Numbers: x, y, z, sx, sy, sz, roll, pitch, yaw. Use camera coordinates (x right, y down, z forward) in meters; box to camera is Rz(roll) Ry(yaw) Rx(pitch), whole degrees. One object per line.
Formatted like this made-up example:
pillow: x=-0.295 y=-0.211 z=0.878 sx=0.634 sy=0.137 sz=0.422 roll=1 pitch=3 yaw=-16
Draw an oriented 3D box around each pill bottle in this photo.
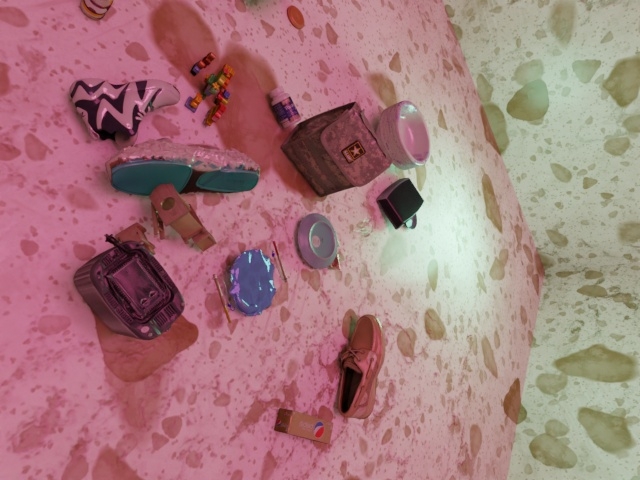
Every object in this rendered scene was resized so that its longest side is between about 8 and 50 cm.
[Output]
pill bottle: x=-0.117 y=-0.431 z=1.303 sx=0.067 sy=0.067 sz=0.120 roll=-47 pitch=115 yaw=-43

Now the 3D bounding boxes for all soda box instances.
soda box: x=-0.045 y=0.536 z=1.163 sx=0.181 sy=0.058 sz=0.061 roll=36 pitch=56 yaw=-37

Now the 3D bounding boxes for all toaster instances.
toaster: x=-0.396 y=0.097 z=0.815 sx=0.227 sy=0.146 sz=0.129 roll=59 pitch=44 yaw=-21

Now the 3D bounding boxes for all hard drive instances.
hard drive: x=0.355 y=-0.170 z=1.746 sx=0.254 sy=0.054 sz=0.172 roll=-39 pitch=96 yaw=-43

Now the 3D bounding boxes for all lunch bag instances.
lunch bag: x=0.061 y=-0.291 z=1.302 sx=0.235 sy=0.287 sz=0.169 roll=50 pitch=49 yaw=-29

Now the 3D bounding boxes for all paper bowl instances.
paper bowl: x=0.350 y=-0.447 z=1.757 sx=0.284 sy=0.148 sz=0.285 roll=15 pitch=70 yaw=-45

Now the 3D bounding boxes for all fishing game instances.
fishing game: x=-0.189 y=0.116 z=1.120 sx=0.264 sy=0.041 sz=0.189 roll=-39 pitch=118 yaw=-51

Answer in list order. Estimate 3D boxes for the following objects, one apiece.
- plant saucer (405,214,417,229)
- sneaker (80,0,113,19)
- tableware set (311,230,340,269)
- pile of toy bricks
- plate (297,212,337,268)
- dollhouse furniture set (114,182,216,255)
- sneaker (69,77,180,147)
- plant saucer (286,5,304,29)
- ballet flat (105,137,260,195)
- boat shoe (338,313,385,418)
plant saucer: x=0.399 y=-0.106 z=1.825 sx=0.119 sy=0.021 sz=0.120 roll=13 pitch=72 yaw=-45
sneaker: x=-0.490 y=-0.599 z=0.922 sx=0.069 sy=0.083 sz=0.186 roll=17 pitch=69 yaw=-44
tableware set: x=0.014 y=0.030 z=1.374 sx=0.168 sy=0.020 sz=0.141 roll=6 pitch=77 yaw=-47
pile of toy bricks: x=-0.283 y=-0.428 z=1.092 sx=0.118 sy=0.105 sz=0.212 roll=35 pitch=57 yaw=-37
plate: x=0.000 y=0.000 z=1.333 sx=0.188 sy=0.024 sz=0.188 roll=11 pitch=75 yaw=-45
dollhouse furniture set: x=-0.367 y=-0.022 z=0.956 sx=0.101 sy=0.160 sz=0.182 roll=54 pitch=-8 yaw=23
sneaker: x=-0.421 y=-0.278 z=0.917 sx=0.235 sy=0.094 sz=0.153 roll=-18 pitch=96 yaw=-48
plant saucer: x=-0.087 y=-0.812 z=1.465 sx=0.083 sy=0.013 sz=0.084 roll=13 pitch=72 yaw=-45
ballet flat: x=-0.332 y=-0.184 z=0.990 sx=0.408 sy=0.147 sz=0.147 roll=-5 pitch=85 yaw=-51
boat shoe: x=0.132 y=0.408 z=1.338 sx=0.110 sy=0.121 sz=0.341 roll=27 pitch=63 yaw=-42
